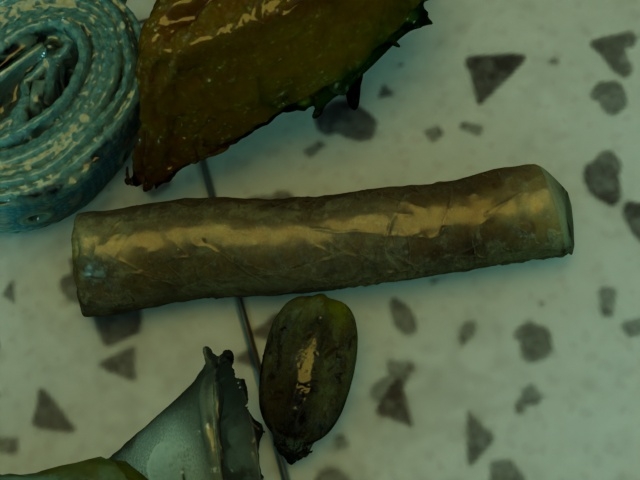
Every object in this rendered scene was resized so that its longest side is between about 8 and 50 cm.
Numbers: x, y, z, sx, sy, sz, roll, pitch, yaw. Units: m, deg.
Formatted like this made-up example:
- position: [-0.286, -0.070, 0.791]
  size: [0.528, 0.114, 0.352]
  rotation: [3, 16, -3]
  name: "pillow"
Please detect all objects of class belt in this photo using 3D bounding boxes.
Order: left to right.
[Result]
- position: [-0.180, -0.083, 0.951]
  size: [0.163, 0.082, 0.148]
  rotation: [-16, 77, -9]
  name: "belt"

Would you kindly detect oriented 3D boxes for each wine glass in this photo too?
- position: [-0.126, 0.133, 0.846]
  size: [0.182, 0.122, 0.122]
  rotation: [-10, 66, 8]
  name: "wine glass"

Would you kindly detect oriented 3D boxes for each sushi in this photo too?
- position: [-0.005, -0.146, 0.931]
  size: [0.149, 0.140, 0.287]
  rotation: [20, 73, 17]
  name: "sushi"

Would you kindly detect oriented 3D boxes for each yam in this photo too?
- position: [0.000, 0.000, 0.911]
  size: [0.299, 0.066, 0.066]
  rotation: [-5, 67, 2]
  name: "yam"

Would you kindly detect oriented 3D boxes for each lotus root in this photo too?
- position: [-0.008, 0.078, 0.885]
  size: [0.054, 0.049, 0.099]
  rotation: [10, 74, 8]
  name: "lotus root"

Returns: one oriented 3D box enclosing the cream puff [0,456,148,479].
- position: [-0.115, 0.273, 0.683]
  size: [0.274, 0.270, 0.323]
  rotation: [13, 35, -20]
  name: "cream puff"
